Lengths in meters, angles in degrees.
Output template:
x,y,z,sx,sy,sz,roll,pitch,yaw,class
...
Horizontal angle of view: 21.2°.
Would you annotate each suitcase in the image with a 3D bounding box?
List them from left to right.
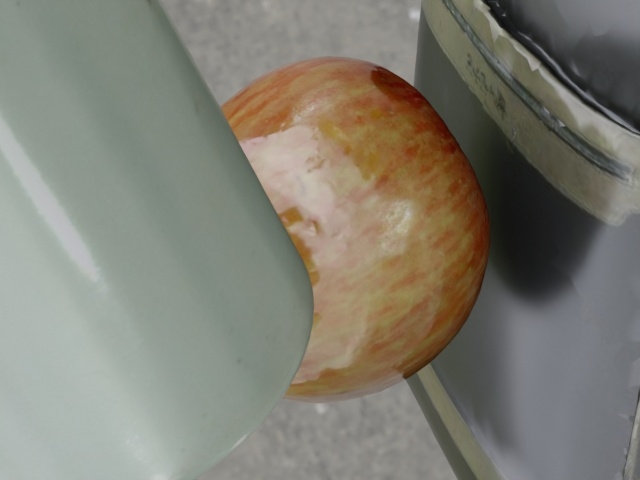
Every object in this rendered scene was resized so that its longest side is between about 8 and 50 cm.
x,y,z,sx,sy,sz,roll,pitch,yaw,class
0.154,-0.014,0.839,0.283,0.194,0.434,-119,27,-50,suitcase

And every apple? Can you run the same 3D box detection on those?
x,y,z,sx,sy,sz,roll,pitch,yaw,class
0.000,0.000,0.742,0.146,0.131,0.146,48,157,28,apple

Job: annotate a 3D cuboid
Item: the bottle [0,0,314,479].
x,y,z,sx,sy,sz,roll,pitch,yaw,class
-0.093,-0.054,0.360,0.104,0.104,0.245,30,154,50,bottle
